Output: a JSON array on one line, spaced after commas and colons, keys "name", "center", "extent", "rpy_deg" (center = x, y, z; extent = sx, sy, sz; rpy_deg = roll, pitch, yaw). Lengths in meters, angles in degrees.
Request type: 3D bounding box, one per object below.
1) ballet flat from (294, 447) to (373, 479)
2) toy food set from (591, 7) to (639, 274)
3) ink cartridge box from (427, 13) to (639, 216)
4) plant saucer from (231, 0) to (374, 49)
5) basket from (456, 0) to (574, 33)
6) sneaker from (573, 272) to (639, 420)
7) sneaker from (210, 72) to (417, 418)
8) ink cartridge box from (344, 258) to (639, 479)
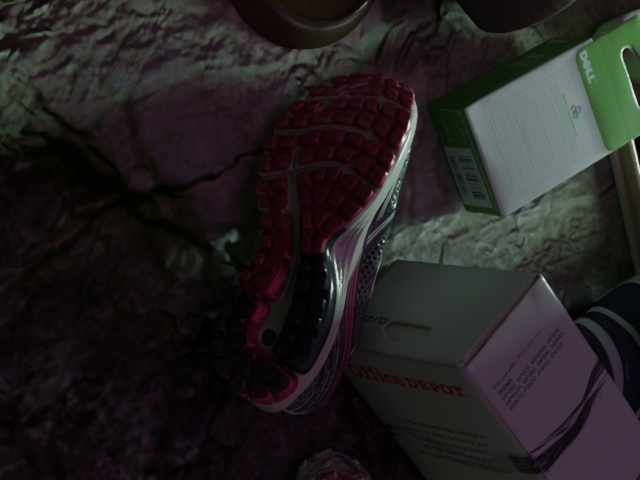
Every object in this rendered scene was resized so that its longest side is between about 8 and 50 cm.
[{"name": "ballet flat", "center": [0.013, 0.299, 1.480], "extent": [0.091, 0.077, 0.241], "rpy_deg": [-7, 98, -34]}, {"name": "toy food set", "center": [0.392, -0.100, 1.697], "extent": [0.219, 0.092, 0.306], "rpy_deg": [-23, 107, -30]}, {"name": "ink cartridge box", "center": [0.209, -0.116, 1.578], "extent": [0.209, 0.062, 0.109], "rpy_deg": [-30, 110, -23]}, {"name": "plant saucer", "center": [-0.008, -0.244, 1.452], "extent": [0.168, 0.029, 0.168], "rpy_deg": [-2, 94, -33]}, {"name": "basket", "center": [0.134, -0.302, 1.476], "extent": [0.204, 0.154, 0.227], "rpy_deg": [-45, 120, -20]}, {"name": "sneaker", "center": [0.301, 0.185, 1.652], "extent": [0.153, 0.099, 0.282], "rpy_deg": [-24, 100, -36]}, {"name": "sneaker", "center": [0.000, 0.000, 1.440], "extent": [0.299, 0.121, 0.112], "rpy_deg": [-67, 152, -12]}, {"name": "ink cartridge box", "center": [0.158, 0.152, 1.494], "extent": [0.114, 0.197, 0.273], "rpy_deg": [-49, 118, -23]}]
